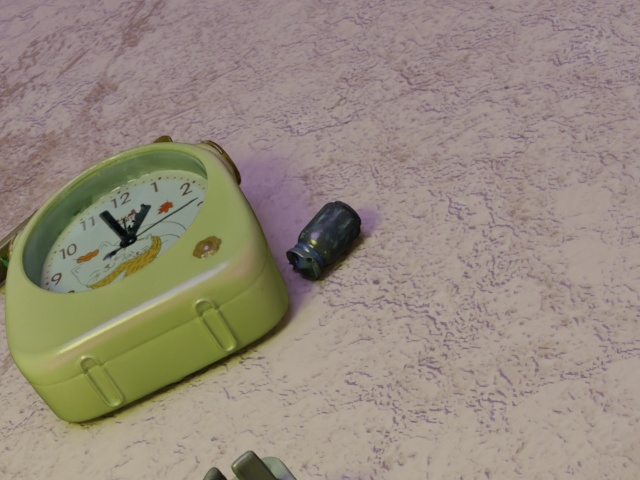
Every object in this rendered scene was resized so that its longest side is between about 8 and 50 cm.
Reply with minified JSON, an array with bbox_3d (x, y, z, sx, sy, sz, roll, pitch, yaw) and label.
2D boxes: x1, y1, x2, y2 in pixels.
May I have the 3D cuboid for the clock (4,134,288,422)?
[{"bbox_3d":[-0.198,0.016,1.694,0.286,0.117,0.348,-26,36,4],"label":"clock"}]

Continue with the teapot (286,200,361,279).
[{"bbox_3d":[-0.001,-0.003,1.643,0.063,0.049,0.083,19,58,45],"label":"teapot"}]

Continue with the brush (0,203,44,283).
[{"bbox_3d":[-0.386,0.048,1.834,0.282,0.054,0.048,-42,58,-16],"label":"brush"}]

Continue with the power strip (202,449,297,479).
[{"bbox_3d":[-0.117,0.288,1.306,0.261,0.141,0.229,-37,38,-6],"label":"power strip"}]
